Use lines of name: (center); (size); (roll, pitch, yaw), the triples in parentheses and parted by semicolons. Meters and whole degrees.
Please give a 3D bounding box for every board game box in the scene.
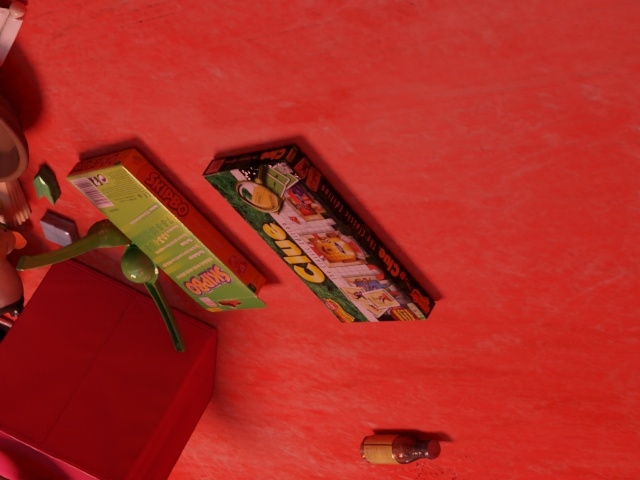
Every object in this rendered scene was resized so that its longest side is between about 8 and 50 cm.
board game box: (0.000, 0.000, 1.339); (0.136, 0.030, 0.260); (-4, 137, 48)
board game box: (-0.174, -0.005, 1.477); (0.124, 0.039, 0.259); (-7, 133, 48)

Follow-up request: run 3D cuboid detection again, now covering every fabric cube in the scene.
fabric cube: (-0.317, 0.225, 1.739); (0.259, 0.258, 0.254); (25, 152, 7)

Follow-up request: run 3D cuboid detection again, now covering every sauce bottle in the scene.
sauce bottle: (0.108, 0.282, 1.675); (0.128, 0.042, 0.042); (-8, 134, 50)

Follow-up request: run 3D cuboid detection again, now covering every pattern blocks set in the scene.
pattern blocks set: (-0.469, -0.091, 1.610); (0.324, 0.026, 0.285); (16, 149, 21)

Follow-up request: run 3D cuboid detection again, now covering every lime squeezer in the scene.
lime squeezer: (-0.243, 0.040, 1.543); (0.058, 0.110, 0.310); (-13, 151, 27)

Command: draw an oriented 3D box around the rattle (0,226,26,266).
rattle: (-0.432, -0.039, 1.574); (0.130, 0.199, 0.143); (8, 103, 25)

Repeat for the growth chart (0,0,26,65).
growth chart: (-0.417, -0.246, 1.263); (0.237, 0.021, 0.172); (24, 153, -26)

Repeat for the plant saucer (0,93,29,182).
plant saucer: (-0.454, -0.155, 1.406); (0.277, 0.041, 0.278); (16, 156, 7)

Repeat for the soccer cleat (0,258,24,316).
soccer cleat: (-0.509, 0.053, 1.815); (0.331, 0.116, 0.143); (-8, 102, 61)

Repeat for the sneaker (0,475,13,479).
sneaker: (-0.386, 0.426, 1.757); (0.147, 0.145, 0.385); (47, 170, 39)

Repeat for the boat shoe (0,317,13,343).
boat shoe: (-0.485, 0.193, 2.005); (0.258, 0.095, 0.084); (25, 155, 5)
